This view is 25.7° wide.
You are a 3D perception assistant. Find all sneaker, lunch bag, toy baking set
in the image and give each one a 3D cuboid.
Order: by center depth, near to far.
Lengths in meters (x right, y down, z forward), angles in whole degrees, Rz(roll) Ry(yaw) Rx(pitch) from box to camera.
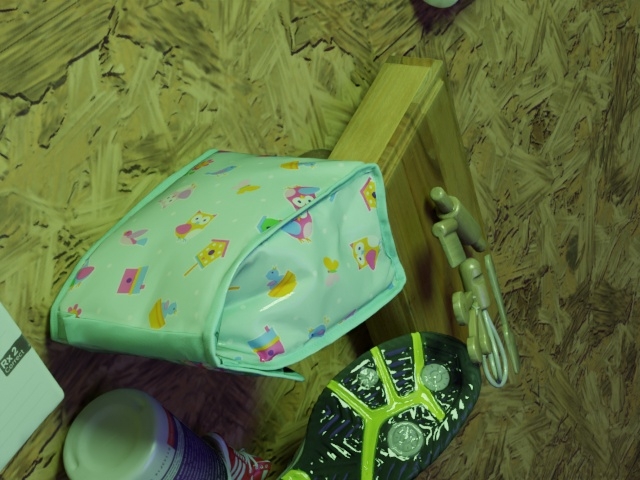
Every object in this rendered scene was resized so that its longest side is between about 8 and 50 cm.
[{"bbox_3d":[-0.088,0.035,1.266,0.262,0.223,0.160,-39,123,-40],"label":"lunch bag"},{"bbox_3d":[-0.090,0.231,1.483,0.067,0.042,0.118,-42,140,-33],"label":"sneaker"},{"bbox_3d":[0.026,0.253,1.551,0.385,0.145,0.147,-45,170,-11],"label":"sneaker"},{"bbox_3d":[0.167,0.058,1.554,0.256,0.030,0.197,38,43,-61],"label":"toy baking set"}]

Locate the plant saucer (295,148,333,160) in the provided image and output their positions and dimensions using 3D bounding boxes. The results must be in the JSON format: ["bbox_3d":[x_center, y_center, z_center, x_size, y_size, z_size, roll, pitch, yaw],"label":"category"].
[{"bbox_3d":[0.000,0.000,1.536,0.198,0.036,0.199,-24,120,-48],"label":"plant saucer"}]

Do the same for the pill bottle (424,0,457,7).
[{"bbox_3d":[0.170,-0.339,1.611,0.160,0.087,0.087,-51,137,-32],"label":"pill bottle"}]

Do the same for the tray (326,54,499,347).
[{"bbox_3d":[0.117,0.011,1.622,0.203,0.076,0.411,-60,145,-34],"label":"tray"}]

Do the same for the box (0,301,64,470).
[{"bbox_3d":[-0.321,0.120,1.013,0.181,0.181,0.119,-53,139,-29],"label":"box"}]

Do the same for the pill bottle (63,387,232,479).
[{"bbox_3d":[-0.151,0.229,1.343,0.108,0.108,0.193,-62,142,-19],"label":"pill bottle"}]
